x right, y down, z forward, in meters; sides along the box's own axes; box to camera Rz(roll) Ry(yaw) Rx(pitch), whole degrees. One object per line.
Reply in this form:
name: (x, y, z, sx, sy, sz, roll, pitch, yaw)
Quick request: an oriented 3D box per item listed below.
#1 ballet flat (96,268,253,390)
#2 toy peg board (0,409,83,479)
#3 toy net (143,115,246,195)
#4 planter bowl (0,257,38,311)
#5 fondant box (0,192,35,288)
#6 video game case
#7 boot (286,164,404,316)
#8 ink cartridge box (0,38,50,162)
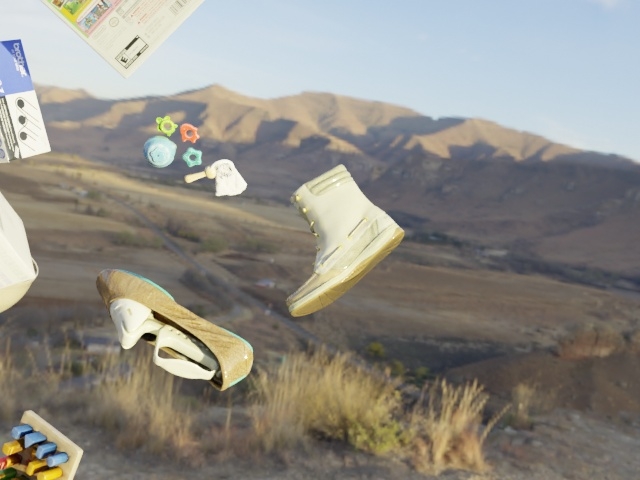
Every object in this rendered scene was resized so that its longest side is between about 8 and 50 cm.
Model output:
ballet flat: (-0.289, 0.172, 1.396, 0.342, 0.116, 0.124, 32, 38, 2)
toy peg board: (-0.577, 0.451, 1.498, 0.161, 0.160, 0.079, 27, 11, 23)
toy net: (-0.262, -0.179, 1.640, 0.232, 0.122, 0.045, 24, 15, -16)
planter bowl: (-0.598, 0.073, 1.334, 0.162, 0.109, 0.162, 27, 17, -9)
fondant box: (-0.530, 0.014, 0.859, 0.331, 0.096, 0.238, -18, -24, -10)
video game case: (-0.295, -0.382, 1.137, 0.193, 0.212, 0.023, 43, 20, -22)
boot: (0.000, 0.000, 1.173, 0.165, 0.213, 0.077, 50, 0, 17)
ink cartridge box: (-0.560, -0.250, 1.355, 0.046, 0.207, 0.097, -2, 17, 31)
